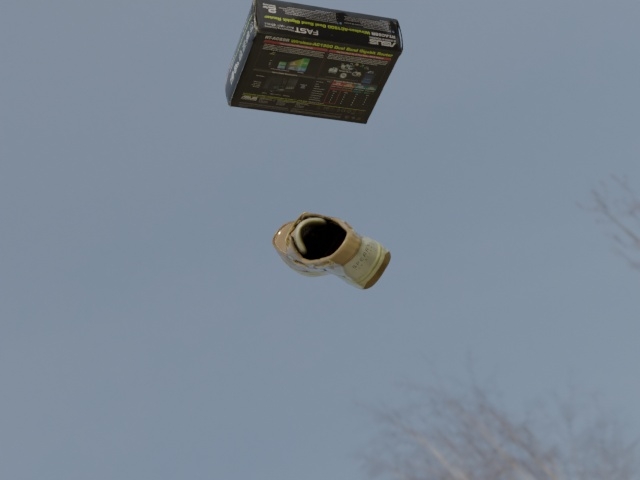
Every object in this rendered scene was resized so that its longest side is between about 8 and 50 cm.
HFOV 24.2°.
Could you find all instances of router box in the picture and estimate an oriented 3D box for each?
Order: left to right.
[{"bbox_3d":[-0.007,-0.142,1.189,0.123,0.038,0.092,6,-36,-17],"label":"router box"}]

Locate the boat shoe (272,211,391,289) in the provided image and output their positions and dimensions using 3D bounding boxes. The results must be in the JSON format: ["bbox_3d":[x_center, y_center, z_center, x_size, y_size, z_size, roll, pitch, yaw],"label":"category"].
[{"bbox_3d":[0.000,0.000,1.108,0.045,0.135,0.050,39,-105,-30],"label":"boat shoe"}]
